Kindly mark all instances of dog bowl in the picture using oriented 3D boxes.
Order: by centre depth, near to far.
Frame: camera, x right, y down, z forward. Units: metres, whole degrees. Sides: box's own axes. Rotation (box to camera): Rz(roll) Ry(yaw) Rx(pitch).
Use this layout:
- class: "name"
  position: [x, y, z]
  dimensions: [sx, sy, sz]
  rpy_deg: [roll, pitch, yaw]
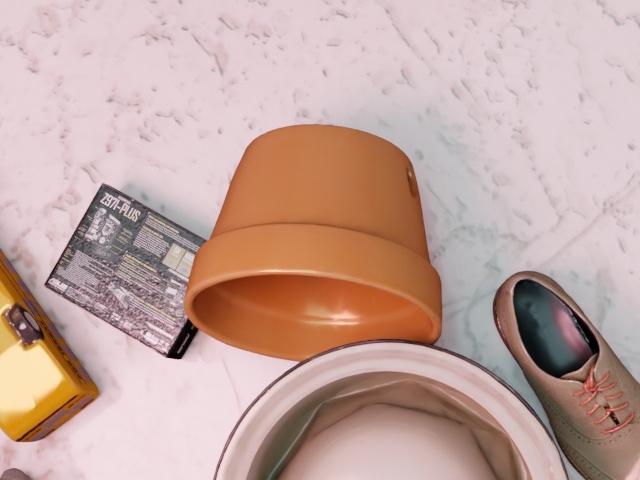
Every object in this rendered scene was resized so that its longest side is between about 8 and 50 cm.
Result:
- class: "dog bowl"
  position: [0.083, 0.320, 1.729]
  dimensions: [0.408, 0.150, 0.408]
  rpy_deg: [-1, 83, 7]

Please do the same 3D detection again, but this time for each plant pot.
- class: "plant pot"
  position: [0.000, 0.000, 1.729]
  dimensions: [0.290, 0.291, 0.204]
  rpy_deg: [2, 68, 9]

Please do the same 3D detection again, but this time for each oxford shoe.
- class: "oxford shoe"
  position: [0.307, 0.185, 1.721]
  dimensions: [0.123, 0.130, 0.348]
  rpy_deg: [-39, 79, 2]

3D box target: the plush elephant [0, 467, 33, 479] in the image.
- class: "plush elephant"
  position: [-0.433, 0.379, 1.746]
  dimensions: [0.330, 0.272, 0.255]
  rpy_deg: [1, 75, 9]

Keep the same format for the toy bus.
- class: "toy bus"
  position: [-0.412, 0.080, 1.839]
  dimensions: [0.108, 0.130, 0.333]
  rpy_deg: [-37, 79, 3]

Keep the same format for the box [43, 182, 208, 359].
- class: "box"
  position: [-0.217, 0.038, 1.843]
  dimensions: [0.180, 0.077, 0.147]
  rpy_deg: [28, 88, 10]
